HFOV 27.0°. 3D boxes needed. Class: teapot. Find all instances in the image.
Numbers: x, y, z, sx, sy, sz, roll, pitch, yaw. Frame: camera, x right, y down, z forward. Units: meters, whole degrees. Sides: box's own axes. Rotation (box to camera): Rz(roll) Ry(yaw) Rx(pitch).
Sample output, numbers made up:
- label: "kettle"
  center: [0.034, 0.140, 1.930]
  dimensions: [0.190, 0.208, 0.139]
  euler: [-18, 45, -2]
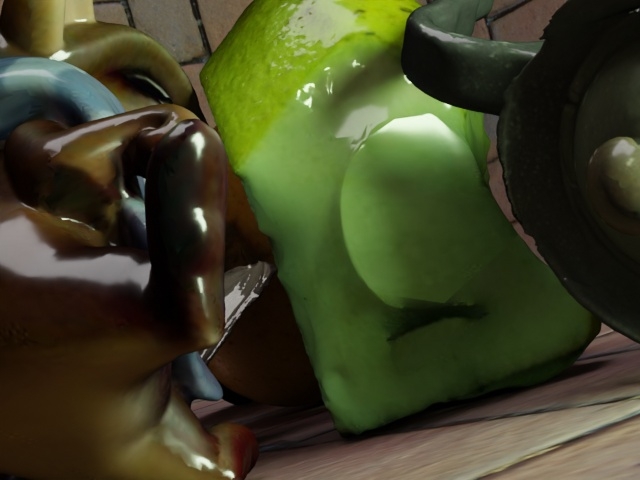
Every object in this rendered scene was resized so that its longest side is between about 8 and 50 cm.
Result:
- label: "teapot"
  center: [0.192, -0.085, 0.654]
  dimensions: [0.285, 0.305, 0.223]
  euler: [-23, -22, -44]

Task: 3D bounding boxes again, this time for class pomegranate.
- label: "pomegranate"
  center: [-0.002, -0.001, 1.112]
  dimensions: [0.307, 0.307, 0.307]
  euler: [-16, -3, -1]

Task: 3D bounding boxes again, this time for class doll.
- label: "doll"
  center: [-0.127, 0.011, 0.712]
  dimensions: [0.209, 0.340, 0.318]
  euler: [19, -60, -24]

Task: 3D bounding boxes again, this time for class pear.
- label: "pear"
  center: [0.041, -0.033, 0.846]
  dimensions: [0.176, 0.282, 0.286]
  euler: [-24, -3, -2]

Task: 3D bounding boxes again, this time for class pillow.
- label: "pillow"
  center: [-0.110, 0.093, 0.908]
  dimensions: [0.130, 0.038, 0.233]
  euler: [-26, 22, 39]

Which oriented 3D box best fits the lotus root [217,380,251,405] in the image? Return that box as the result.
- label: "lotus root"
  center: [-0.103, 0.055, 1.393]
  dimensions: [0.179, 0.196, 0.397]
  euler: [-23, -23, -3]
